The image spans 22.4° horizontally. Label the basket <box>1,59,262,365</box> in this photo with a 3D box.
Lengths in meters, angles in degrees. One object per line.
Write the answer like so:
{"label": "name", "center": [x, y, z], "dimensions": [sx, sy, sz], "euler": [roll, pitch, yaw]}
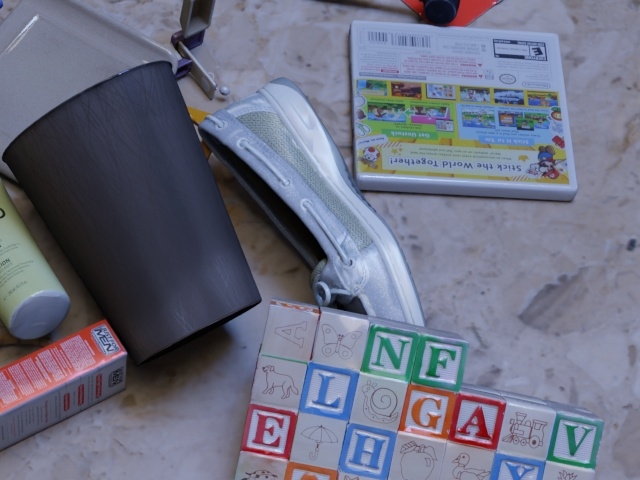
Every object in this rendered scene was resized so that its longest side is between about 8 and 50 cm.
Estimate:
{"label": "basket", "center": [-0.160, -0.016, 1.450], "dimensions": [0.154, 0.204, 0.226], "euler": [-24, 86, -43]}

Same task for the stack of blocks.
{"label": "stack of blocks", "center": [0.085, 0.162, 1.389], "dimensions": [0.297, 0.087, 0.171], "euler": [12, 92, -1]}

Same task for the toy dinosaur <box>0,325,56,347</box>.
{"label": "toy dinosaur", "center": [-0.335, 0.095, 1.450], "dimensions": [0.211, 0.064, 0.112], "euler": [-24, 96, -26]}

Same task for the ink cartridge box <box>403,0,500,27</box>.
{"label": "ink cartridge box", "center": [0.162, -0.351, 1.795], "dimensions": [0.232, 0.066, 0.189], "euler": [-35, 68, -30]}

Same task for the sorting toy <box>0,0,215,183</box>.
{"label": "sorting toy", "center": [-0.263, -0.141, 1.603], "dimensions": [0.348, 0.047, 0.196], "euler": [29, 69, 12]}

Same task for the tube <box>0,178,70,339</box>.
{"label": "tube", "center": [-0.311, -0.009, 1.494], "dimensions": [0.070, 0.062, 0.240], "euler": [-11, 48, -33]}

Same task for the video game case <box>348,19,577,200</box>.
{"label": "video game case", "center": [0.144, -0.136, 1.672], "dimensions": [0.227, 0.026, 0.206], "euler": [3, 57, -7]}

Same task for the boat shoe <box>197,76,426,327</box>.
{"label": "boat shoe", "center": [0.000, -0.002, 1.506], "dimensions": [0.103, 0.118, 0.320], "euler": [-26, 76, -11]}

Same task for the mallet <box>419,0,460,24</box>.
{"label": "mallet", "center": [0.059, -0.272, 1.734], "dimensions": [0.190, 0.039, 0.062], "euler": [10, 44, 13]}

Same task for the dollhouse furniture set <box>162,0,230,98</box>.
{"label": "dollhouse furniture set", "center": [-0.128, -0.189, 1.617], "dimensions": [0.091, 0.114, 0.081], "euler": [-29, 70, -26]}

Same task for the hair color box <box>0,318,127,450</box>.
{"label": "hair color box", "center": [-0.242, 0.130, 1.421], "dimensions": [0.141, 0.072, 0.043], "euler": [-25, 64, -22]}
